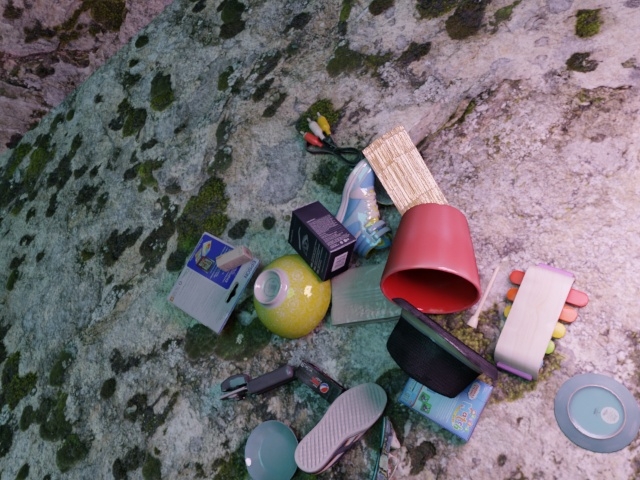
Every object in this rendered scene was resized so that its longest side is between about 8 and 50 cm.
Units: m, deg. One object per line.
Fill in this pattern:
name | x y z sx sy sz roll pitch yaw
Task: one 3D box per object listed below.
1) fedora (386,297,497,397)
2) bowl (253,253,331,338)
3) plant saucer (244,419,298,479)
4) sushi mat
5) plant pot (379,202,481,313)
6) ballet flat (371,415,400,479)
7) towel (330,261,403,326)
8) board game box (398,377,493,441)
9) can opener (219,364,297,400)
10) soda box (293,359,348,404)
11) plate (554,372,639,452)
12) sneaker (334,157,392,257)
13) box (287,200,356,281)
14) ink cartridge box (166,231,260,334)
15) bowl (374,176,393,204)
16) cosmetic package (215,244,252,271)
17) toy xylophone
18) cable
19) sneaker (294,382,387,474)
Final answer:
fedora | 0.289 0.297 1.308 0.334 0.334 0.152 36 90 32
bowl | -0.125 0.168 1.633 0.290 0.156 0.289 -13 66 31
plant saucer | -0.144 0.663 1.547 0.195 0.037 0.194 -10 67 25
sushi mat | 0.269 -0.189 1.545 0.152 0.019 0.316 -33 98 0
plant pot | 0.318 0.043 1.420 0.275 0.275 0.243 -5 55 26
ballet flat | 0.190 0.593 1.397 0.070 0.070 0.188 6 76 29
towel | 0.161 0.166 1.575 0.283 0.049 0.187 -11 65 24
board game box | 0.346 0.428 1.384 0.212 0.039 0.160 24 83 33
can opener | -0.212 0.457 1.638 0.284 0.076 0.095 -27 62 15
soda box | 0.000 0.443 1.547 0.169 0.053 0.060 29 87 33
plate | 0.679 0.422 1.226 0.188 0.024 0.188 -10 66 24
sneaker | 0.166 -0.090 1.592 0.208 0.127 0.318 33 118 28
box | 0.000 0.000 1.584 0.108 0.153 0.207 -24 58 -29
ink cartridge box | -0.390 0.157 1.849 0.307 0.072 0.303 25 82 29
bowl | 0.241 -0.204 1.639 0.170 0.080 0.169 7 101 40
cosmetic package | -0.309 0.065 1.775 0.115 0.060 0.041 -23 60 13
toy xylophone | 0.550 0.196 1.343 0.236 0.081 0.322 30 87 32
cable | 0.030 -0.345 1.820 0.139 0.072 0.287 -48 58 10
sneaker | 0.058 0.545 1.449 0.321 0.127 0.126 -36 62 -18
